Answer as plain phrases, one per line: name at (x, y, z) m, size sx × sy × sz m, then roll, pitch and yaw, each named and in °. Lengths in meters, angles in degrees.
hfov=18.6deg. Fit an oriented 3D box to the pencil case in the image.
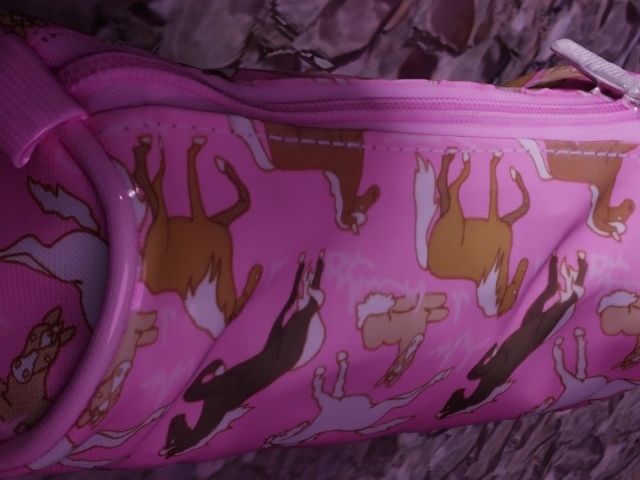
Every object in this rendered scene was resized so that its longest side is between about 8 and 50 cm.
pencil case at (0.000, 0.000, 0.760) m, size 0.386 × 0.160 × 0.167 m, roll -3°, pitch 97°, yaw -47°
